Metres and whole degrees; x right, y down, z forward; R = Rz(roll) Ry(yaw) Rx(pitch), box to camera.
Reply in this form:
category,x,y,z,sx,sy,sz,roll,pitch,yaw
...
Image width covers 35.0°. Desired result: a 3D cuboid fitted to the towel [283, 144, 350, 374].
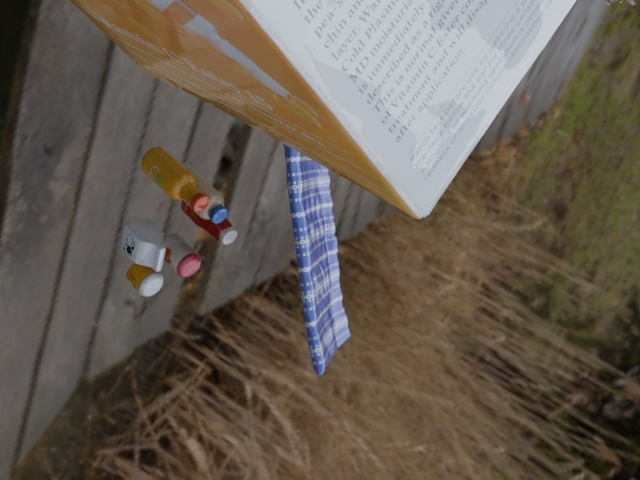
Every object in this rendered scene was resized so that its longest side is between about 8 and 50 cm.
category,x,y,z,sx,sy,sz,roll,pitch,yaw
towel,0.000,0.000,1.439,0.243,0.040,0.336,-31,115,-79

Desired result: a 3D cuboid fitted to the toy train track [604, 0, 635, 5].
category,x,y,z,sx,sy,sz,roll,pitch,yaw
toy train track,0.478,-0.391,1.636,0.014,0.048,0.083,-42,-172,-8

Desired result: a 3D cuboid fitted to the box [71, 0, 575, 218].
category,x,y,z,sx,sy,sz,roll,pitch,yaw
box,-0.050,-0.185,0.398,0.168,0.215,0.345,-55,145,-6

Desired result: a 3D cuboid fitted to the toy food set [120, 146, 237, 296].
category,x,y,z,sx,sy,sz,roll,pitch,yaw
toy food set,-0.180,-0.007,1.322,0.111,0.104,0.232,-20,141,-41
